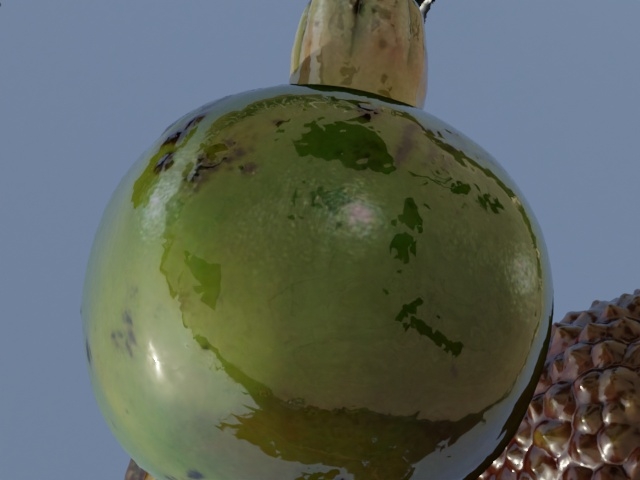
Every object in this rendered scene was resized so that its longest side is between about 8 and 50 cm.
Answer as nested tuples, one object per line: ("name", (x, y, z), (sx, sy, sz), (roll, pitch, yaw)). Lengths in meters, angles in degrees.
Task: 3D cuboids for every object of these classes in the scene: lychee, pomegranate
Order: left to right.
("pomegranate", (0.000, 0.000, 0.677), (0.180, 0.180, 0.209), (14, -109, -28))
("lychee", (0.160, 0.113, 0.862), (0.188, 0.188, 0.188), (15, -121, -27))

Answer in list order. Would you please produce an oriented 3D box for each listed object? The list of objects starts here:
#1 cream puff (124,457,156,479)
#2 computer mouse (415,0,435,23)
("cream puff", (0.002, 0.155, 0.962), (0.240, 0.164, 0.240), (25, -125, -42))
("computer mouse", (0.025, -0.182, 0.929), (0.078, 0.242, 0.146), (15, -87, -10))
